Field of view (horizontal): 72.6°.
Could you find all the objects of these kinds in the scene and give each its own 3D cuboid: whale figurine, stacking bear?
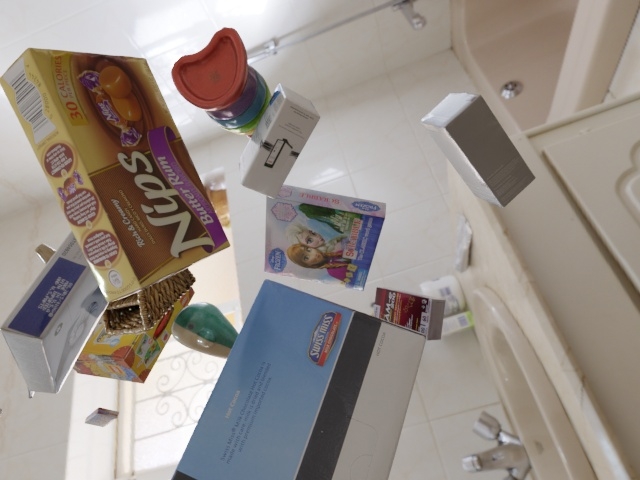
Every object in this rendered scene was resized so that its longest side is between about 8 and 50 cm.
[{"bbox_3d":[-0.314,0.282,1.338,0.216,0.272,0.141,90,-157,-78],"label":"whale figurine"},{"bbox_3d":[-0.183,-0.327,1.040,0.164,0.175,0.289,65,-168,16],"label":"stacking bear"}]

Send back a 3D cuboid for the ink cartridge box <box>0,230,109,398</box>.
[{"bbox_3d":[-0.301,0.071,0.557,0.224,0.045,0.223,123,164,-48],"label":"ink cartridge box"}]

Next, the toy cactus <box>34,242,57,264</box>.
[{"bbox_3d":[-0.782,0.088,1.311,0.180,0.219,0.112,44,-162,-10],"label":"toy cactus"}]

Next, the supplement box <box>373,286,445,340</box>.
[{"bbox_3d":[0.281,0.232,1.417,0.073,0.239,0.130,8,-91,-37],"label":"supplement box"}]

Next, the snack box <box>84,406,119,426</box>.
[{"bbox_3d":[-0.697,0.564,1.385,0.064,0.178,0.022,27,-131,-25],"label":"snack box"}]

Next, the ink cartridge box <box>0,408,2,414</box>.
[{"bbox_3d":[-0.928,0.417,1.076,0.140,0.190,0.082,92,-172,-45],"label":"ink cartridge box"}]

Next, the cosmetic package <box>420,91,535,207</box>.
[{"bbox_3d":[0.337,-0.196,0.939,0.238,0.107,0.127,42,-173,-20],"label":"cosmetic package"}]

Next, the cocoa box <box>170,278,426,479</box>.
[{"bbox_3d":[-0.034,0.271,0.580,0.231,0.228,0.347,92,-161,-64],"label":"cocoa box"}]

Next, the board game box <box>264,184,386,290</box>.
[{"bbox_3d":[0.000,0.000,1.255,0.319,0.318,0.066,98,-177,-46],"label":"board game box"}]

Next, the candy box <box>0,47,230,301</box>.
[{"bbox_3d":[-0.161,-0.056,0.365,0.109,0.053,0.187,-32,-80,-59],"label":"candy box"}]

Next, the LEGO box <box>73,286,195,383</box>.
[{"bbox_3d":[-0.869,0.359,1.992,0.500,0.372,0.193,-70,-25,-43],"label":"LEGO box"}]

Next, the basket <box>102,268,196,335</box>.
[{"bbox_3d":[-0.566,0.131,1.295,0.213,0.299,0.223,56,-132,-22],"label":"basket"}]

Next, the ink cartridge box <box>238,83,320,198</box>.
[{"bbox_3d":[-0.095,-0.215,0.943,0.086,0.203,0.148,22,-155,-23],"label":"ink cartridge box"}]
